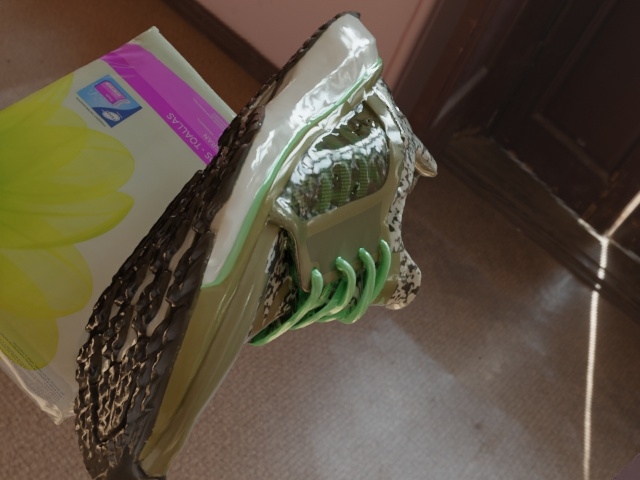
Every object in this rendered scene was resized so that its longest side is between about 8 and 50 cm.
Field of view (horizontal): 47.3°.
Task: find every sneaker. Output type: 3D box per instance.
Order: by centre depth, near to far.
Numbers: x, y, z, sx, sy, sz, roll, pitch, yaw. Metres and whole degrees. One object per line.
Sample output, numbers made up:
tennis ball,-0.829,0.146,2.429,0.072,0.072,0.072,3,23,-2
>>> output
sneaker,0.000,0.000,0.486,0.182,0.158,0.410,40,45,-14

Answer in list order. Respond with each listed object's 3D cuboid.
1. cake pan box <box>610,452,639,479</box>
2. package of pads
cake pan box,0.299,0.167,0.468,0.267,0.246,0.070,34,13,-39
package of pads,-0.175,-0.021,0.623,0.229,0.101,0.296,47,54,-2
